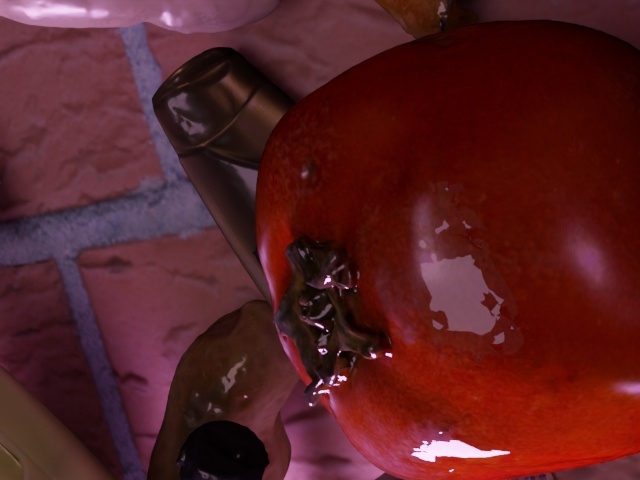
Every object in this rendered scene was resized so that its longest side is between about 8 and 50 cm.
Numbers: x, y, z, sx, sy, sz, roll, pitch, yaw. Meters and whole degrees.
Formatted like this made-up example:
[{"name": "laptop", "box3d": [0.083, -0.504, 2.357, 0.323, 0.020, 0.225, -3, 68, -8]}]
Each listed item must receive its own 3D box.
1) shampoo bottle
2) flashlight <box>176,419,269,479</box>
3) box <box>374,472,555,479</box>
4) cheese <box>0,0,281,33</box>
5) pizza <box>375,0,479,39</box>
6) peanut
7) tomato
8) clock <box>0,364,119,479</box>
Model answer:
[{"name": "shampoo bottle", "box3d": [0.000, 0.000, 1.284, 0.125, 0.084, 0.350, -40, 80, 20]}, {"name": "flashlight", "box3d": [-0.095, 0.250, 1.336, 0.093, 0.093, 0.232, 35, 128, 22]}, {"name": "box", "box3d": [0.132, 0.286, 1.248, 0.097, 0.168, 0.265, -17, 99, 38]}, {"name": "cheese", "box3d": [-0.153, -0.246, 1.212, 0.251, 0.248, 0.174, 37, 131, 11]}, {"name": "pizza", "box3d": [0.044, -0.255, 1.172, 0.271, 0.056, 0.134, 53, 132, 10]}, {"name": "peanut", "box3d": [-0.075, 0.153, 1.397, 0.120, 0.110, 0.236, 38, 118, 29]}, {"name": "tomato", "box3d": [0.118, 0.016, 1.054, 0.293, 0.290, 0.325, 68, 154, 16]}, {"name": "clock", "box3d": [-0.290, 0.203, 1.486, 0.348, 0.117, 0.286, 36, 164, 28]}]
